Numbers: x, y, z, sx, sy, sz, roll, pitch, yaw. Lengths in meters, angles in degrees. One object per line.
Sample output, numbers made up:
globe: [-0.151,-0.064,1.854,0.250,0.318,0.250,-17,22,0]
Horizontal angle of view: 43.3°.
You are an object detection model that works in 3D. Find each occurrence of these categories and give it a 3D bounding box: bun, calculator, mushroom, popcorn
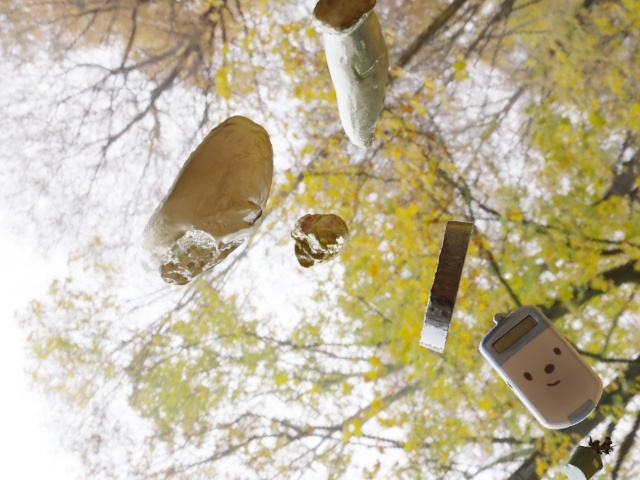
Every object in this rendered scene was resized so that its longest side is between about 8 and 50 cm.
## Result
bun: [-0.127,-0.042,0.983,0.116,0.210,0.237,32,-103,-6]
calculator: [0.348,0.198,1.284,0.210,0.121,0.039,52,177,19]
mushroom: [0.063,-0.286,1.336,0.107,0.333,0.087,-28,-126,-5]
popcorn: [0.002,-0.001,1.461,0.089,0.109,0.097,-93,-22,-52]

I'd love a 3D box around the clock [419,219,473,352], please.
clock: [0.202,0.071,1.288,0.042,0.214,0.215,13,-148,10]

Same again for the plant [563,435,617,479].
plant: [0.425,0.336,1.262,0.102,0.051,0.051,-32,-112,-33]
